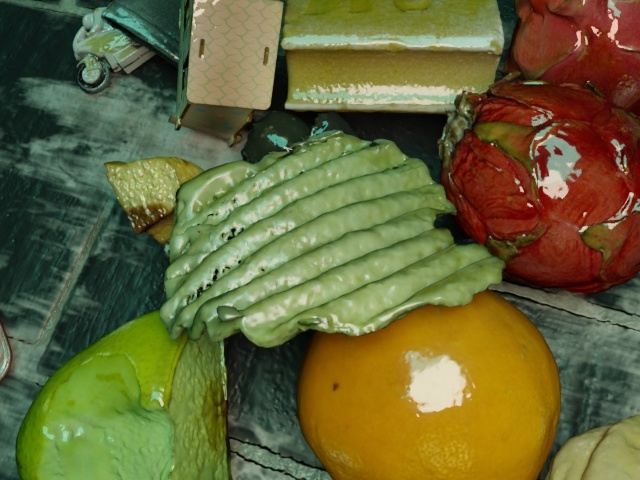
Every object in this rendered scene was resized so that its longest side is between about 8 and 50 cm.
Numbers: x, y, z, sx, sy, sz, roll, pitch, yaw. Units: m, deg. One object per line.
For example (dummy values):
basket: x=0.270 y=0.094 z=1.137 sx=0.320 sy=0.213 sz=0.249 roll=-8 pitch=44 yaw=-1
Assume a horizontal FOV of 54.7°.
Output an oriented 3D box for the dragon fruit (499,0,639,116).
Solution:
dragon fruit: x=0.448 y=-0.350 z=0.971 sx=0.305 sy=0.226 sz=0.305 roll=-2 pitch=65 yaw=5

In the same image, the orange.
orange: x=0.126 y=0.185 z=0.742 sx=0.312 sy=0.312 sz=0.312 roll=-2 pitch=67 yaw=5

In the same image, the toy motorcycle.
toy motorcycle: x=-0.376 y=-0.379 z=1.149 sx=0.228 sy=0.074 sz=0.151 roll=-41 pitch=75 yaw=-1

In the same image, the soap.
soap: x=0.107 y=-0.330 z=0.999 sx=0.335 sy=0.156 sz=0.293 roll=3 pitch=42 yaw=6

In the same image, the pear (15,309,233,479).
pear: x=-0.267 y=0.233 z=0.797 sx=0.281 sy=0.176 sz=0.286 roll=-7 pitch=80 yaw=18

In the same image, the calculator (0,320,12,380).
calculator: x=-0.621 y=0.146 z=0.972 sx=0.220 sy=0.048 sz=0.330 roll=-39 pitch=71 yaw=-11

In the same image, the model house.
model house: x=-0.138 y=-0.338 z=0.967 sx=0.169 sy=0.244 sz=0.326 roll=4 pitch=79 yaw=-18

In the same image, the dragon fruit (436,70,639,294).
dragon fruit: x=0.317 y=-0.073 z=0.842 sx=0.342 sy=0.277 sz=0.277 roll=20 pitch=70 yaw=-8

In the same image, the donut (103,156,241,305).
donut: x=-0.180 y=-0.005 z=0.923 sx=0.112 sy=0.151 sz=0.295 roll=-19 pitch=95 yaw=29

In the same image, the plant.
plant: x=0.003 y=-0.107 z=0.952 sx=0.256 sy=0.164 sz=0.142 roll=31 pitch=77 yaw=4

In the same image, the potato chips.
potato chips: x=-0.008 y=0.000 z=0.734 sx=0.389 sy=0.097 sz=0.373 roll=-13 pitch=36 yaw=-2

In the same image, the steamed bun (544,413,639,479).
steamed bun: x=0.385 y=0.359 z=0.647 sx=0.372 sy=0.230 sz=0.325 roll=18 pitch=88 yaw=-7

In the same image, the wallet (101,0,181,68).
wallet: x=-0.207 y=-0.461 z=1.128 sx=0.237 sy=0.075 sz=0.342 roll=32 pitch=72 yaw=-15
